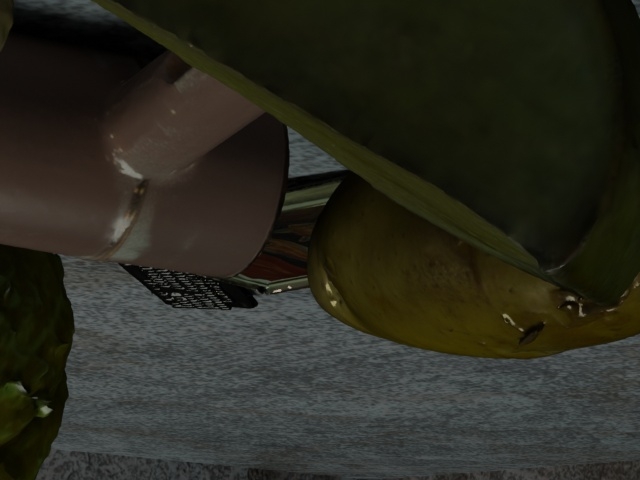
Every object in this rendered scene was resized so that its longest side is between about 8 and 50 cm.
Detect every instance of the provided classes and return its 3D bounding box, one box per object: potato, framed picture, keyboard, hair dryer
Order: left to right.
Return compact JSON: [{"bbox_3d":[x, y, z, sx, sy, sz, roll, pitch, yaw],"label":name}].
[{"bbox_3d":[-0.106,0.029,1.583,0.087,0.017,0.250,2,168,7],"label":"keyboard"},{"bbox_3d":[-0.058,-0.081,0.896,0.189,0.107,0.344,11,157,-29],"label":"hair dryer"},{"bbox_3d":[0.000,0.000,1.377,0.273,0.016,0.216,-11,163,37],"label":"framed picture"},{"bbox_3d":[0.021,-0.079,0.693,0.269,0.112,0.255,34,-179,18],"label":"potato"},{"bbox_3d":[0.098,-0.007,1.056,0.173,0.140,0.300,0,176,-26],"label":"potato"}]

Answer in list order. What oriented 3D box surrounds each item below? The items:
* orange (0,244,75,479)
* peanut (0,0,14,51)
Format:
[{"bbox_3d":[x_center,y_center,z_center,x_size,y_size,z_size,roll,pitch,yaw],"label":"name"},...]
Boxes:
[{"bbox_3d":[-0.294,0.053,1.166,0.301,0.223,0.300,11,130,-5],"label":"orange"},{"bbox_3d":[-0.231,-0.096,0.793,0.214,0.090,0.099,1,-152,1],"label":"peanut"}]
